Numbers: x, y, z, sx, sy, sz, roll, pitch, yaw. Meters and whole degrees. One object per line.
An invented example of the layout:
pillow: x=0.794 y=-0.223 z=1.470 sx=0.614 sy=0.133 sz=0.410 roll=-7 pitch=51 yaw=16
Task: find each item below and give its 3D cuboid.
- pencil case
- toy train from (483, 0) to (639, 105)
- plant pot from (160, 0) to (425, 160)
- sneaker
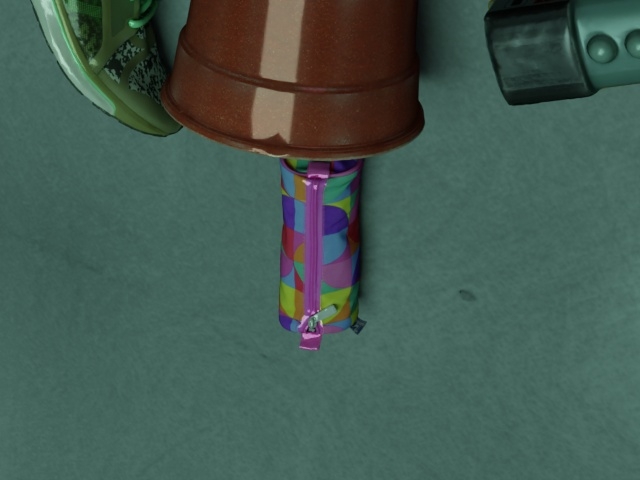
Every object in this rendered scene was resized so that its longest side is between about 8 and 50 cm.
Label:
pencil case: x=0.000 y=0.000 z=2.122 sx=0.104 sy=0.104 sz=0.236 roll=12 pitch=123 yaw=19
toy train: x=0.312 y=-0.214 z=1.776 sx=0.334 sy=0.190 sz=0.142 roll=-4 pitch=118 yaw=28
plant pot: x=-0.014 y=-0.255 z=1.881 sx=0.272 sy=0.272 sz=0.265 roll=15 pitch=117 yaw=17
sneaker: x=-0.219 y=-0.297 z=2.025 sx=0.182 sy=0.158 sz=0.410 roll=-21 pitch=115 yaw=16
